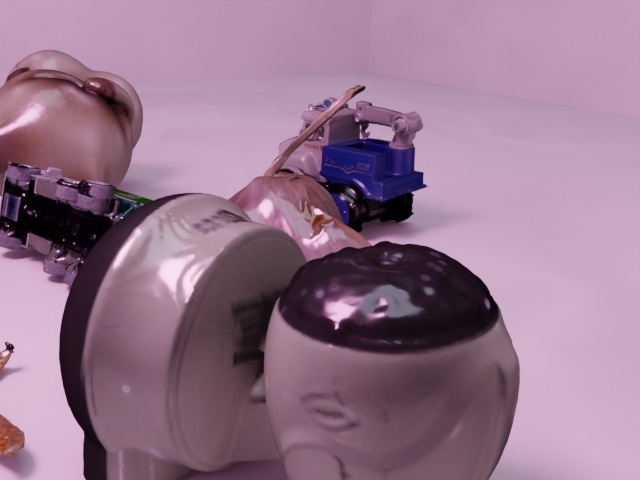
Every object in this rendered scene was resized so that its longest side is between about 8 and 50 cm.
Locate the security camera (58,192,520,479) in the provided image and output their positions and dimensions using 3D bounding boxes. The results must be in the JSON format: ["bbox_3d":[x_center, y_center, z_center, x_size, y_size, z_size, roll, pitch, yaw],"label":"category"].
[{"bbox_3d":[-0.011,0.081,0.567,0.277,0.191,0.197,13,18,28],"label":"security camera"}]

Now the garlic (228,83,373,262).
[{"bbox_3d":[0.000,0.000,0.806,0.207,0.257,0.207,26,-10,5],"label":"garlic"}]

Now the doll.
[{"bbox_3d":[-0.375,-0.159,1.267,0.215,0.226,0.370,34,2,-20],"label":"doll"}]

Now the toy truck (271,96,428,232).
[{"bbox_3d":[0.035,-0.109,1.222,0.213,0.177,0.161,16,23,36],"label":"toy truck"}]

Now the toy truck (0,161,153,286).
[{"bbox_3d":[-0.266,-0.018,0.998,0.253,0.114,0.124,17,9,40],"label":"toy truck"}]

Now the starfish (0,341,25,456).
[{"bbox_3d":[-0.338,0.113,0.656,0.231,0.048,0.295,1,16,-44],"label":"starfish"}]
